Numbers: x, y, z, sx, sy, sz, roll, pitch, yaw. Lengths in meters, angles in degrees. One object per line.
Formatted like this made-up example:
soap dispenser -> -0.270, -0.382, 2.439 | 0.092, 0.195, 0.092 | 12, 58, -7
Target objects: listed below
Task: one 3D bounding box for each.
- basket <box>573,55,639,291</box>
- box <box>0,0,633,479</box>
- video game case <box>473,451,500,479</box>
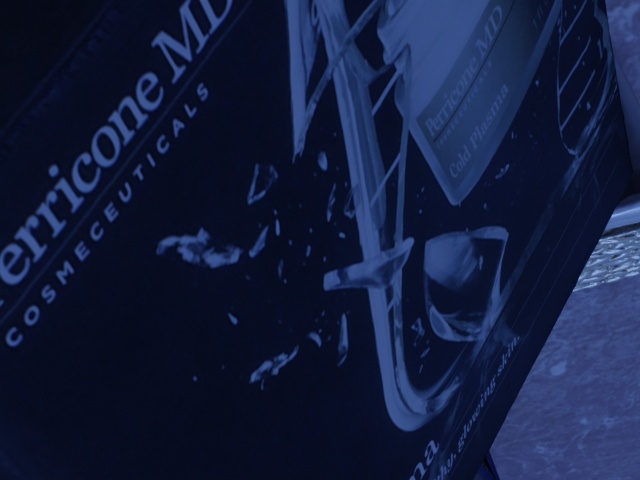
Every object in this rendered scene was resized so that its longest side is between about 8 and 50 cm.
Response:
basket -> 0.205, -0.052, 1.078 | 0.113, 0.167, 0.103 | -14, 142, 1
box -> -0.071, -0.046, 0.738 | 0.297, 0.480, 0.472 | 15, 149, 31
video game case -> 0.092, 0.189, 1.212 | 0.061, 0.269, 0.244 | -31, 134, 14
